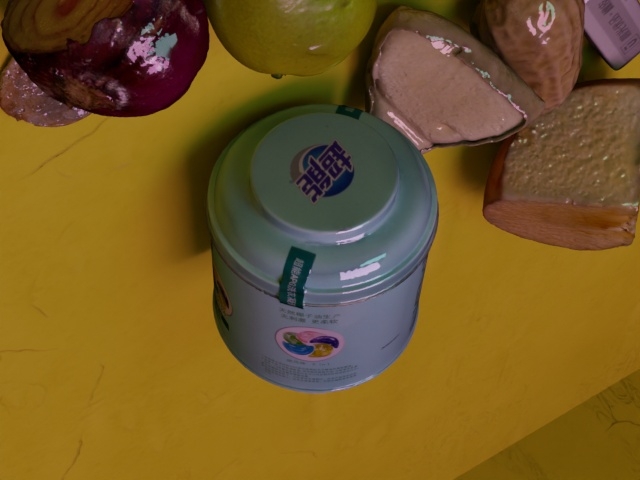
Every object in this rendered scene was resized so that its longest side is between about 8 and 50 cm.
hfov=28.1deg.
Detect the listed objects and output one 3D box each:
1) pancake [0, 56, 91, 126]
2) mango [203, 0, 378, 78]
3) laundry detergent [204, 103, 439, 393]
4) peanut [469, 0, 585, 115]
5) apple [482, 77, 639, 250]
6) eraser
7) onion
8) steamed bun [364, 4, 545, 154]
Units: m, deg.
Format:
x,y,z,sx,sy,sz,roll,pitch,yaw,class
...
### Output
x,y,z,sx,sy,sz,roll,pitch,yaw,class
-0.265,-0.174,1.325,0.151,0.025,0.152,-28,153,-16,pancake
-0.036,-0.280,1.289,0.185,0.149,0.273,-26,146,-4,mango
0.000,0.000,1.621,0.287,0.287,0.305,-27,152,-18,laundry detergent
0.273,-0.257,1.693,0.325,0.153,0.140,80,27,-68,peanut
0.408,-0.099,1.989,0.314,0.252,0.309,-40,169,1,apple
0.406,-0.327,1.820,0.089,0.061,0.352,-43,152,12,eraser
-0.182,-0.218,1.205,0.140,0.195,0.218,44,56,-37,onion
0.141,-0.204,1.634,0.231,0.110,0.212,36,140,-20,steamed bun
